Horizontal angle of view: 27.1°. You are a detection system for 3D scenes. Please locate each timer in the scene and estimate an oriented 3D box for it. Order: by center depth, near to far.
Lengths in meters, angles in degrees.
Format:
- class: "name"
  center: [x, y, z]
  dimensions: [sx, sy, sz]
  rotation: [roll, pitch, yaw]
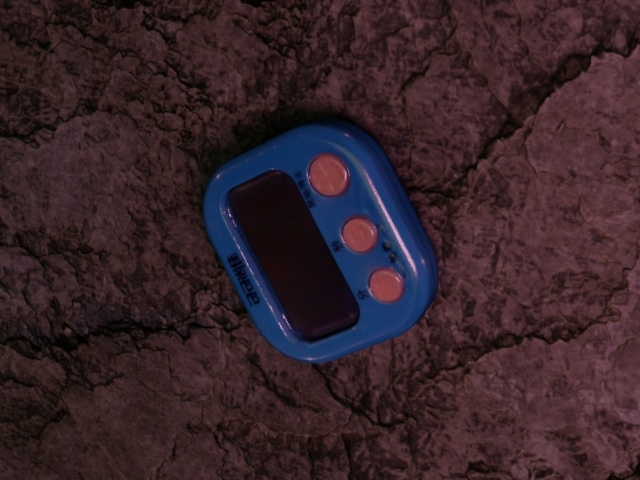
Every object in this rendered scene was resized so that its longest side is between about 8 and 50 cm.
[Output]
- class: "timer"
  center: [0.000, 0.000, 1.956]
  dimensions: [0.309, 0.115, 0.340]
  rotation: [-24, 97, 30]
